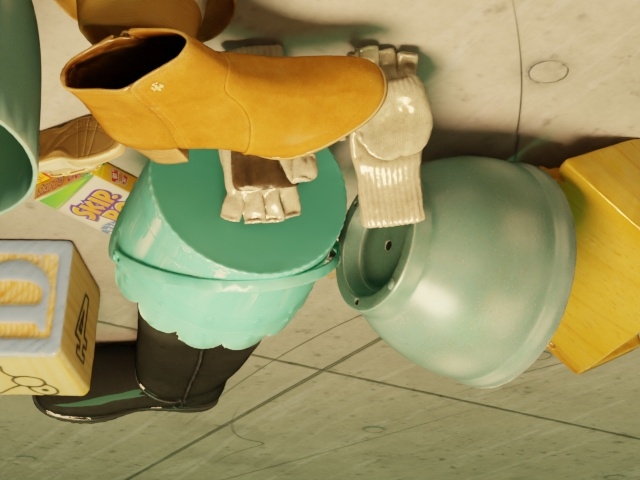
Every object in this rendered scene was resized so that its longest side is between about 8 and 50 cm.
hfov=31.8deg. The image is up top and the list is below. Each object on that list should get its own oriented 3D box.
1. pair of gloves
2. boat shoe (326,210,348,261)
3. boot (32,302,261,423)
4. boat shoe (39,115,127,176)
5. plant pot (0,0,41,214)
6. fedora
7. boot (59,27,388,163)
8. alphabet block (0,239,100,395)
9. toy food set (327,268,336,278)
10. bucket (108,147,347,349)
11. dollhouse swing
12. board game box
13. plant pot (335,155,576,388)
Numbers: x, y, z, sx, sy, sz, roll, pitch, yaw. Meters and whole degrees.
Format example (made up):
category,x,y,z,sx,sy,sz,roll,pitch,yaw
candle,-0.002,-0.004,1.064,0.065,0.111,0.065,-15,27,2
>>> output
category,x,y,z,sx,sy,sz,roll,pitch,yaw
pair of gloves,0.004,-0.115,1.248,0.240,0.204,0.042,2,-172,2
boat shoe,0.000,0.001,1.604,0.227,0.081,0.079,8,153,-14
boot,-0.307,0.195,1.938,0.367,0.146,0.445,-3,161,-16
boat shoe,-0.302,-0.114,1.419,0.170,0.063,0.059,-4,158,33
plant pot,-0.402,-0.183,1.079,0.293,0.235,0.293,2,154,1
fedora,-0.184,-0.229,1.147,0.194,0.079,0.194,2,154,1
boot,-0.090,-0.154,1.124,0.295,0.104,0.211,-13,162,9
alphabet block,-0.465,0.124,1.766,0.192,0.193,0.197,2,154,3
toy food set,0.096,0.065,1.793,0.132,0.038,0.192,-17,144,21
bucket,-0.107,-0.021,1.369,0.281,0.281,0.183,9,149,-15
dollhouse swing,0.452,-0.019,1.561,0.315,0.305,0.347,44,153,8
board game box,-0.278,-0.047,1.585,0.124,0.039,0.259,-20,144,36
plant pot,0.142,0.021,1.389,0.196,0.293,0.293,15,151,-29
